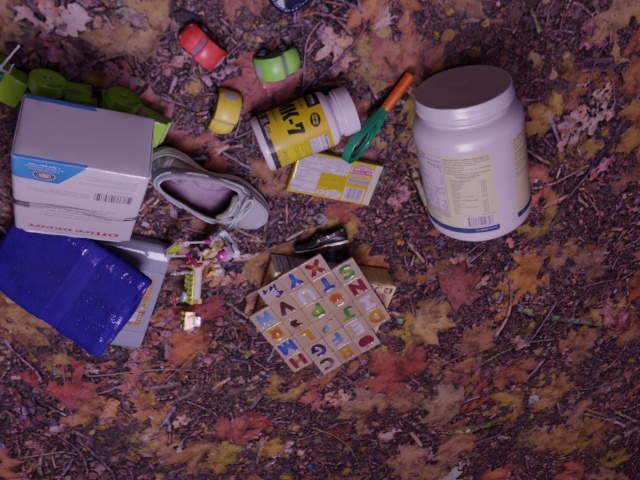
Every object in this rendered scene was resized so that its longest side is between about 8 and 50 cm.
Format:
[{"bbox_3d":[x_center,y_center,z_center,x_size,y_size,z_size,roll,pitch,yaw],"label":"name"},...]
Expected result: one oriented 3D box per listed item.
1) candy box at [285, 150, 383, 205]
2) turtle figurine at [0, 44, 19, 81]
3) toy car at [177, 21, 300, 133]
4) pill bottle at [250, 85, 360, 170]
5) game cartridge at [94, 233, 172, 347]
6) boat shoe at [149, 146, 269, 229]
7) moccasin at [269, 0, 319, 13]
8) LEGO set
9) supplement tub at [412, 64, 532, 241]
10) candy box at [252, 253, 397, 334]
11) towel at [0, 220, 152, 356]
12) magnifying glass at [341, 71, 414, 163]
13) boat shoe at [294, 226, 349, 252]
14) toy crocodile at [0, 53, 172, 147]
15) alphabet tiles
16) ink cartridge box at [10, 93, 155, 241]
[{"bbox_3d":[0.032,-0.145,1.538,0.206,0.027,0.105,9,116,-21],"label":"candy box"},{"bbox_3d":[-0.607,-0.310,1.117,0.234,0.118,0.175,-53,161,1],"label":"turtle figurine"},{"bbox_3d":[-0.145,-0.334,1.349,0.225,0.053,0.239,-17,125,-4],"label":"toy car"},{"bbox_3d":[-0.030,-0.236,1.406,0.208,0.119,0.119,-22,125,-2],"label":"pill bottle"},{"bbox_3d":[-0.474,0.116,1.549,0.198,0.062,0.297,10,119,-26],"label":"game cartridge"},{"bbox_3d":[-0.230,-0.089,1.437,0.118,0.103,0.320,-45,135,14],"label":"boat shoe"},{"bbox_3d":[0.020,-0.557,1.214,0.138,0.117,0.342,29,110,-29],"label":"moccasin"},{"bbox_3d":[-0.294,0.077,1.507,0.107,0.132,0.287,-3,137,-45],"label":"LEGO set"},{"bbox_3d":[0.328,-0.188,1.468,0.235,0.235,0.325,-20,125,-3],"label":"supplement tub"},{"bbox_3d":[0.008,0.147,1.682,0.316,0.087,0.183,8,120,-20],"label":"candy box"},{"bbox_3d":[-0.534,0.079,1.442,0.308,0.076,0.227,37,104,-8],"label":"towel"},{"bbox_3d":[0.124,-0.264,1.468,0.026,0.092,0.231,41,100,14],"label":"magnifying glass"},{"bbox_3d":[0.000,0.000,1.615,0.133,0.049,0.042,-15,97,2],"label":"boat shoe"},{"bbox_3d":[-0.454,-0.257,1.290,0.340,0.105,0.115,11,129,-26],"label":"toy crocodile"},{"bbox_3d":[0.004,0.187,1.646,0.285,0.011,0.342,-30,125,5],"label":"alphabet tiles"},{"bbox_3d":[-0.447,-0.120,1.267,0.223,0.129,0.307,8,156,-20],"label":"ink cartridge box"}]
